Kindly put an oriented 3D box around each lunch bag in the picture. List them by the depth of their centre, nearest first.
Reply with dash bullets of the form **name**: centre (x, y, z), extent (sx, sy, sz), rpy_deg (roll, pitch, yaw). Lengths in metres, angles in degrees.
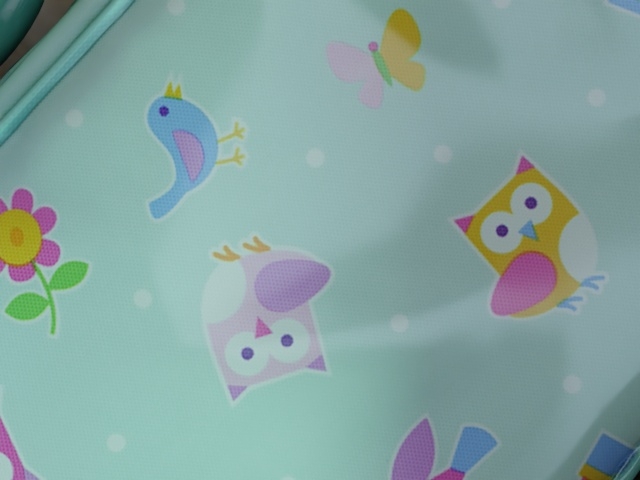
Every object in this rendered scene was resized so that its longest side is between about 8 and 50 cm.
- **lunch bag**: centre (0.000, 0.000, 0.550), extent (0.224, 0.108, 0.279), rpy_deg (43, 88, -2)

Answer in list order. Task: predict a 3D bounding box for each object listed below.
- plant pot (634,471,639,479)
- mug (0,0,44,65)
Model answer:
- **plant pot**: centre (0.199, 0.122, 0.550), extent (0.229, 0.263, 0.263), rpy_deg (43, 71, -5)
- **mug**: centre (-0.134, -0.106, 0.534), extent (0.129, 0.097, 0.158), rpy_deg (43, 72, -18)
